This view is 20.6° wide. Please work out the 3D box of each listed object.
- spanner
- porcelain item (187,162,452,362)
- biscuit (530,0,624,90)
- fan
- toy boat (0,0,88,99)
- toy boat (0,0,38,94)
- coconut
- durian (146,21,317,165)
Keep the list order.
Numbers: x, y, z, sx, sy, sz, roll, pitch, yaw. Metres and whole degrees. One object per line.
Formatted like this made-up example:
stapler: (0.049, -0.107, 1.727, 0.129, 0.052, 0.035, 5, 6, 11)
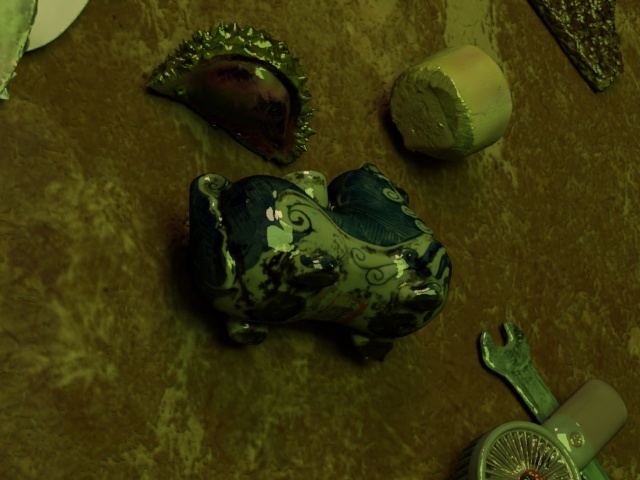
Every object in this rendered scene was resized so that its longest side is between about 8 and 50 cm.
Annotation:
spanner: (0.260, 0.213, 1.828, 0.071, 0.017, 0.302, -34, 90, -43)
porcelain item: (0.000, 0.000, 1.660, 0.288, 0.138, 0.186, 9, 52, -36)
biscuit: (0.301, -0.299, 2.119, 0.237, 0.026, 0.131, 53, 49, -2)
fan: (0.227, 0.217, 1.753, 0.244, 0.074, 0.130, -38, 92, -39)
toy boat: (-0.274, -0.258, 1.627, 0.220, 0.067, 0.291, 29, 55, -23)
toy boat: (-0.362, -0.275, 1.530, 0.293, 0.111, 0.276, 36, 63, -22)
coconut: (0.142, -0.146, 1.861, 0.122, 0.116, 0.116, -26, 85, -45)
durian: (-0.057, -0.166, 1.713, 0.187, 0.108, 0.119, 30, 53, -23)
